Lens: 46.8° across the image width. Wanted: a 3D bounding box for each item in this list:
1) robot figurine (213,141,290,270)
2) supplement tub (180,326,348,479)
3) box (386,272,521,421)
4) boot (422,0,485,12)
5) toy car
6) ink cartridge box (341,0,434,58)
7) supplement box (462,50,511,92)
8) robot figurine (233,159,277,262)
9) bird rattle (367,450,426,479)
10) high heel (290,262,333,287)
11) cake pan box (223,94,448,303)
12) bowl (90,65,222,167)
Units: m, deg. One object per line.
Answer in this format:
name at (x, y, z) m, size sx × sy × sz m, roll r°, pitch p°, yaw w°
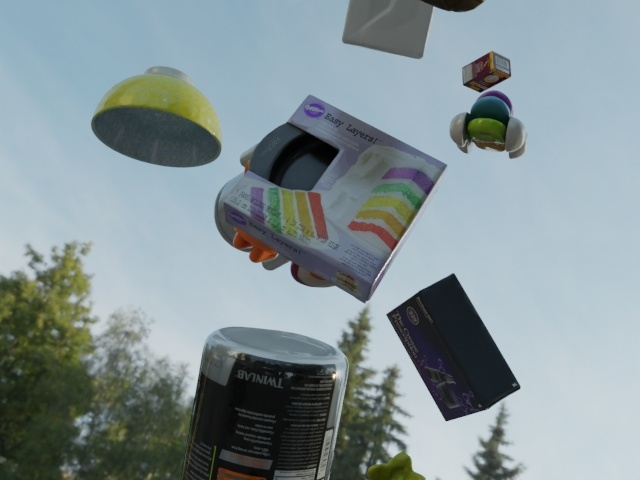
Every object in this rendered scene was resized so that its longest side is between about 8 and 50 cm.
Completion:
robot figurine at (-0.130, -0.080, 1.765) m, size 0.200 × 0.300 × 0.353 m, roll -6°, pitch -7°, yaw -31°
supplement tub at (-0.081, 0.285, 0.969) m, size 0.194 × 0.316 × 0.193 m, roll 11°, pitch 3°, yaw -1°
box at (0.266, 0.223, 1.521) m, size 0.261 × 0.103 × 0.184 m, roll 61°, pitch -27°, yaw 11°
boot at (0.039, -0.252, 0.429) m, size 0.213 × 0.165 × 0.077 m, roll 32°, pitch -15°, yaw -2°
toy car at (0.377, -0.260, 1.630) m, size 0.159 × 0.136 × 0.182 m, roll 10°, pitch -2°, yaw 21°
ink cartridge box at (0.114, -0.395, 1.128) m, size 0.119 × 0.353 × 0.207 m, roll 11°, pitch -73°, yaw 1°
supplement box at (0.333, -0.338, 1.485) m, size 0.055 × 0.043 × 0.083 m, roll 13°, pitch -21°, yaw -33°
robot figurine at (-0.076, -0.066, 1.312) m, size 0.128 × 0.158 × 0.219 m, roll 19°, pitch -65°, yaw -26°
bird rattle at (0.077, 0.448, 1.237) m, size 0.254 × 0.143 × 0.207 m, roll 4°, pitch 3°, yaw -27°
high heel at (0.000, 0.000, 1.562) m, size 0.181 × 0.377 × 0.127 m, roll 16°, pitch -70°, yaw 28°
cake pan box at (0.021, -0.074, 1.119) m, size 0.267 × 0.245 × 0.070 m, roll 31°, pitch -27°, yaw 13°
bowl at (-0.354, -0.293, 1.656) m, size 0.289 × 0.156 × 0.289 m, roll 6°, pitch -19°, yaw 2°
